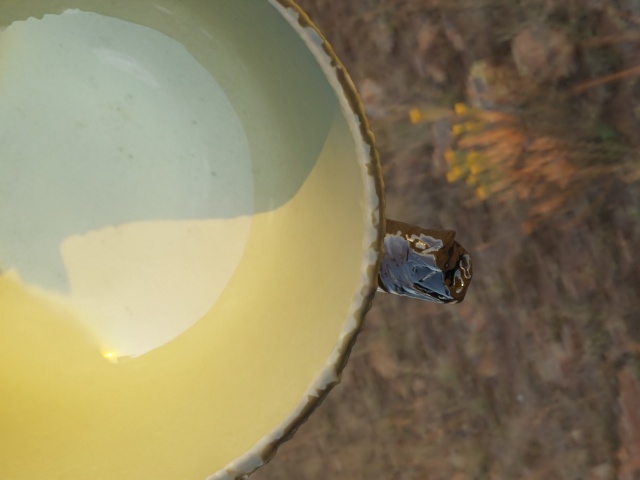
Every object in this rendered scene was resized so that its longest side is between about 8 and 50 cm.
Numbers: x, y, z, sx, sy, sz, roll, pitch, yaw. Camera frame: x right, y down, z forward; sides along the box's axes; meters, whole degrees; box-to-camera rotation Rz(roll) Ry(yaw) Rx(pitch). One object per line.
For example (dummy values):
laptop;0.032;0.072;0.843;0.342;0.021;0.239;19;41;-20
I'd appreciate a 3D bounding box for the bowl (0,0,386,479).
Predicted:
bowl;-0.087;-0.014;0.484;0.112;0.211;0.211;-118;12;-73

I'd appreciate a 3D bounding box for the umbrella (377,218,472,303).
umbrella;0.000;0.000;0.993;0.236;0.059;0.066;12;142;30
